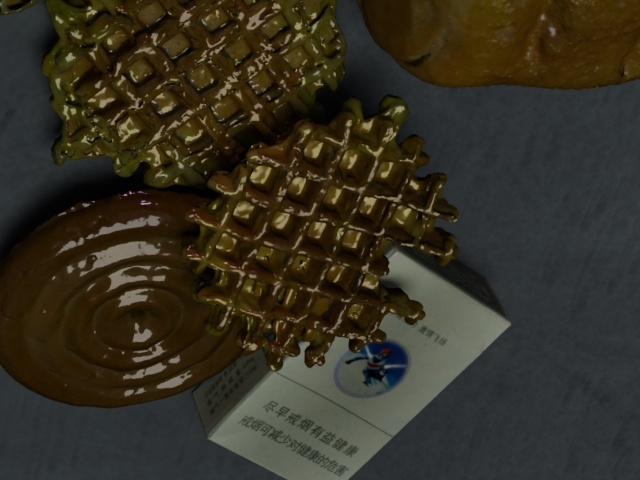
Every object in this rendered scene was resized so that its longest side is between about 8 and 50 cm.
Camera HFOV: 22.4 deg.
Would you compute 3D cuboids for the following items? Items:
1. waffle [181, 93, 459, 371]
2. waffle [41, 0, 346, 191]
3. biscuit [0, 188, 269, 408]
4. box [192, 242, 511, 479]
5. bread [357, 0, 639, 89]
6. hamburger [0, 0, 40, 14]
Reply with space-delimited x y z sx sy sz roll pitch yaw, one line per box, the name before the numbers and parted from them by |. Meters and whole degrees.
waffle | 0.000 0.000 1.333 0.232 0.051 0.228 -23 125 -4
waffle | -0.097 -0.148 1.269 0.245 0.052 0.254 -1 124 -18
biscuit | -0.160 0.059 1.387 0.262 0.037 0.262 -11 138 -10
box | 0.028 0.109 1.495 0.164 0.069 0.256 32 110 -35
bread | 0.206 -0.239 1.176 0.337 0.148 0.328 -4 153 -19
hamburger | -0.239 -0.233 1.098 0.185 0.113 0.177 -31 135 20
